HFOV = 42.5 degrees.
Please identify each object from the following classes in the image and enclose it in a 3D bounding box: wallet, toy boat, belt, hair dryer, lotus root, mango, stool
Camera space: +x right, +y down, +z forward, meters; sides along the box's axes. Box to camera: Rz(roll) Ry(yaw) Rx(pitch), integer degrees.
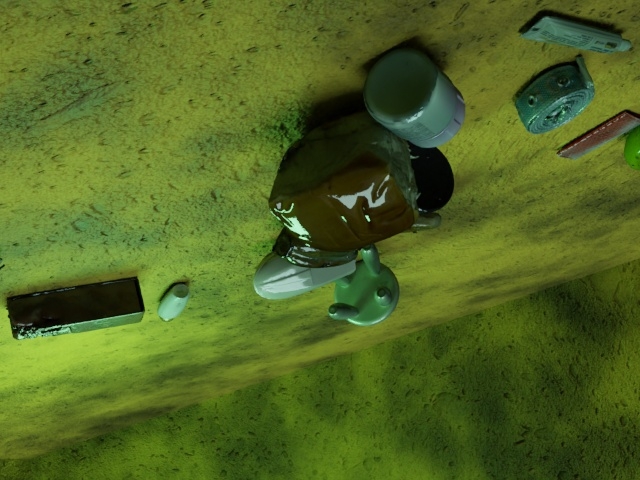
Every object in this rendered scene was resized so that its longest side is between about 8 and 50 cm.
[{"bbox_3d":[0.669,-0.249,1.970,0.103,0.020,0.196,1,155,-46],"label":"wallet"},{"bbox_3d":[-0.047,0.057,2.083,0.269,0.141,0.141,-15,162,-8],"label":"toy boat"},{"bbox_3d":[0.464,-0.274,1.622,0.147,0.082,0.163,-25,162,11],"label":"belt"},{"bbox_3d":[0.080,-0.076,1.752,0.284,0.156,0.320,-19,175,-40],"label":"hair dryer"},{"bbox_3d":[0.000,0.000,1.952,0.241,0.123,0.124,1,125,-36],"label":"lotus root"},{"bbox_3d":[0.798,-0.242,1.987,0.119,0.100,0.178,-53,168,-24],"label":"mango"},{"bbox_3d":[0.111,0.131,2.311,0.195,0.195,0.198,-20,160,10],"label":"stool"}]

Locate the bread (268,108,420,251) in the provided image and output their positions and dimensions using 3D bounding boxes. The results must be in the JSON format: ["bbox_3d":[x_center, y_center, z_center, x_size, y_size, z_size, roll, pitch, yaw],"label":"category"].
[{"bbox_3d":[0.043,-0.104,1.510,0.250,0.225,0.279,-13,157,19],"label":"bread"}]

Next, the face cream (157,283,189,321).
[{"bbox_3d":[-0.394,0.168,2.203,0.072,0.051,0.182,-9,159,-26],"label":"face cream"}]

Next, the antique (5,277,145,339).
[{"bbox_3d":[-0.585,0.167,1.968,0.310,0.093,0.087,-8,160,-23],"label":"antique"}]

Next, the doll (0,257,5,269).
[{"bbox_3d":[-0.727,0.099,1.624,0.221,0.105,0.115,-17,155,6],"label":"doll"}]

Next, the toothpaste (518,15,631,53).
[{"bbox_3d":[0.457,-0.358,1.441,0.255,0.037,0.067,-1,162,-33],"label":"toothpaste"}]

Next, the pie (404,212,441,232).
[{"bbox_3d":[0.205,-0.044,2.065,0.195,0.046,0.195,-2,176,0],"label":"pie"}]

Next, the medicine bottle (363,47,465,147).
[{"bbox_3d":[0.162,-0.235,1.387,0.135,0.135,0.168,-25,159,23],"label":"medicine bottle"}]
